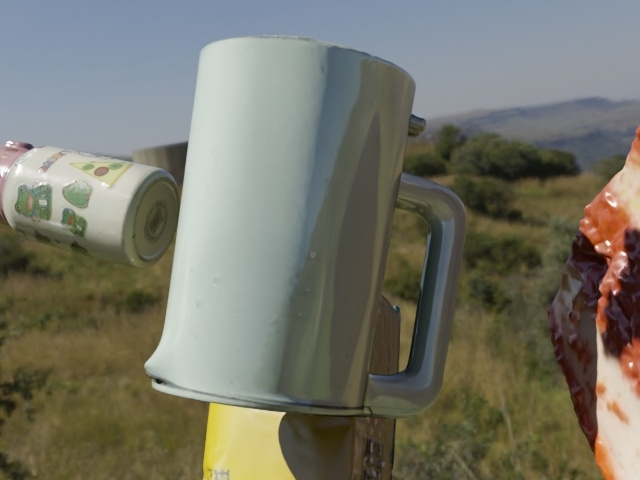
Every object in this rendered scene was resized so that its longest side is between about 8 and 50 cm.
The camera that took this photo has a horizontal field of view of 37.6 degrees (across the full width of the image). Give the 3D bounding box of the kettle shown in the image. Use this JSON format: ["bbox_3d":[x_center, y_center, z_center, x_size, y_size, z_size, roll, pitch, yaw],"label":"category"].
[{"bbox_3d":[-0.014,-0.001,0.884,0.205,0.318,0.265,2,-10,40],"label":"kettle"}]

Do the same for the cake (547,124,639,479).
[{"bbox_3d":[0.379,0.063,0.810,0.269,0.320,0.270,10,37,-20],"label":"cake"}]

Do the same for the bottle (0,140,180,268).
[{"bbox_3d":[-0.299,-0.050,1.104,0.253,0.121,0.120,14,13,19],"label":"bottle"}]

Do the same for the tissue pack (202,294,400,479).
[{"bbox_3d":[-0.022,0.184,1.017,0.192,0.271,0.134,-6,-22,26],"label":"tissue pack"}]
